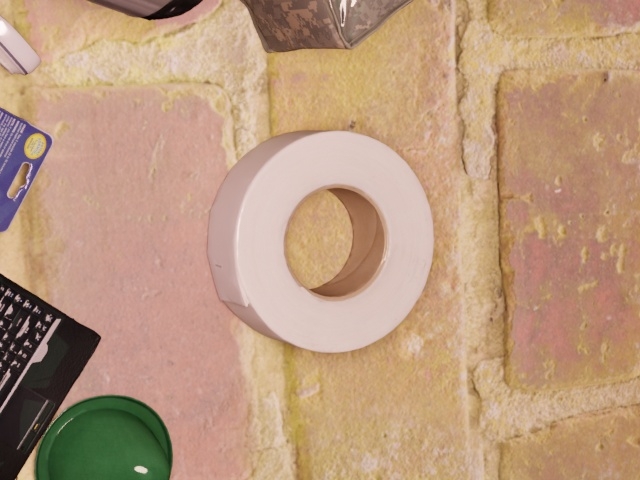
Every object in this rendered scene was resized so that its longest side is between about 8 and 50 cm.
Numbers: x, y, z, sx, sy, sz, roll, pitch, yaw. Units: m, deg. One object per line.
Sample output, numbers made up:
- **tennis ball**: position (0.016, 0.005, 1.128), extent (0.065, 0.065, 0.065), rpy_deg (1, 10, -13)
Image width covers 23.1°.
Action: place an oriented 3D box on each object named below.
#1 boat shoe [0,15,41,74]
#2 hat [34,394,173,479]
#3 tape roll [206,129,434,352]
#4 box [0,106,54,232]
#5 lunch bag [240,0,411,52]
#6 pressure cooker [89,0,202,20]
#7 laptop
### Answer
- **boat shoe**: position (-0.444, -0.261, 1.778), extent (0.267, 0.096, 0.088), rpy_deg (38, 84, -21)
- **hat**: position (-0.216, 0.288, 1.875), extent (0.208, 0.183, 0.173), rpy_deg (6, 94, -29)
- **tape roll**: position (0.000, 0.000, 2.008), extent (0.286, 0.100, 0.286), rpy_deg (-2, 95, -26)
- **box**: position (-0.438, -0.115, 1.822), extent (0.225, 0.036, 0.136), rpy_deg (30, 81, -23)
- **lunch bag**: position (0.056, -0.367, 1.931), extent (0.287, 0.235, 0.169), rpy_deg (-37, 110, -19)
- **pressure cooker**: position (-0.290, -0.457, 1.674), extent (0.420, 0.370, 0.375), rpy_deg (17, 81, -28)
- **laptop**: position (-0.400, 0.152, 1.807), extent (0.264, 0.136, 0.234), rpy_deg (36, 79, -24)
